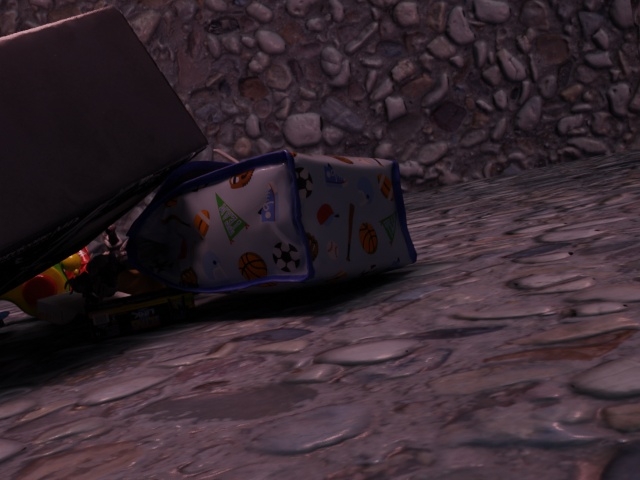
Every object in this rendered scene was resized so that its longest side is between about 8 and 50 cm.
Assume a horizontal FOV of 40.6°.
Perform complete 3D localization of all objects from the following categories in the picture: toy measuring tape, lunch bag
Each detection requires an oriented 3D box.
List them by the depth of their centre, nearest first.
[{"bbox_3d":[-0.092,-0.022,1.467,0.386,0.238,0.328,-14,-8,37],"label":"lunch bag"},{"bbox_3d":[-0.635,0.139,1.806,0.330,0.121,0.121,-35,10,-9],"label":"toy measuring tape"}]

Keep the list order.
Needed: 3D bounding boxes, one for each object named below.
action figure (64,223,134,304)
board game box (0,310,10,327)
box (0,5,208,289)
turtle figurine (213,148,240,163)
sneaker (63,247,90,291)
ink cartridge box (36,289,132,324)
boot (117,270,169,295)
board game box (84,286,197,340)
[{"bbox_3d":[-0.370,0.028,1.655,0.285,0.099,0.185,-27,43,8],"label":"action figure"},{"bbox_3d":[-0.671,0.180,1.643,0.169,0.033,0.133,-16,11,2],"label":"board game box"},{"bbox_3d":[-0.529,-0.091,1.398,0.472,0.297,0.480,-33,3,42],"label":"box"},{"bbox_3d":[-0.145,-0.067,1.922,0.266,0.197,0.275,15,11,-43],"label":"turtle figurine"},{"bbox_3d":[-0.515,0.069,1.937,0.221,0.128,0.087,-8,6,31],"label":"sneaker"},{"bbox_3d":[-0.436,0.135,1.683,0.179,0.045,0.145,14,18,31],"label":"ink cartridge box"},{"bbox_3d":[-0.320,0.060,1.807,0.262,0.095,0.203,-2,11,37],"label":"boot"},{"bbox_3d":[-0.304,0.119,1.451,0.170,0.048,0.141,-11,4,-16],"label":"board game box"}]
